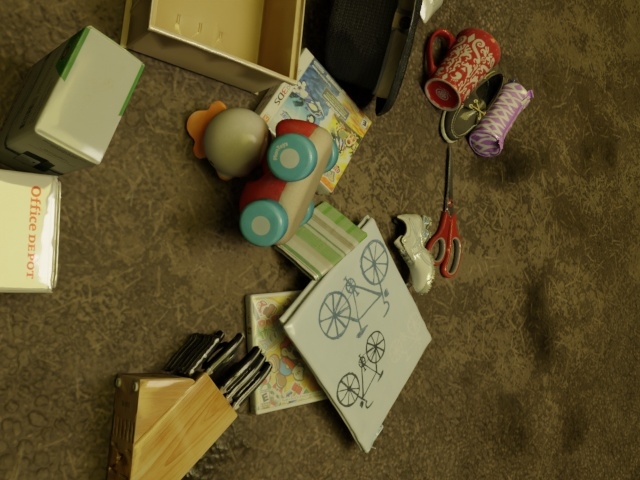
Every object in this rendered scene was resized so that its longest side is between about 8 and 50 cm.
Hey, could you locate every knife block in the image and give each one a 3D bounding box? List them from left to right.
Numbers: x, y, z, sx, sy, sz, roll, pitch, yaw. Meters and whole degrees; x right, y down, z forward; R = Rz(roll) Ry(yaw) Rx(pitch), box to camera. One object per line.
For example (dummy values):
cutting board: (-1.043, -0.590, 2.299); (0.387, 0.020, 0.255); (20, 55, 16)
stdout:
knife block: (-0.193, 0.277, 1.000); (0.242, 0.088, 0.275); (10, 81, -37)

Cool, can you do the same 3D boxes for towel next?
towel: (0.000, 0.000, 1.180); (0.113, 0.023, 0.152); (41, 54, 15)

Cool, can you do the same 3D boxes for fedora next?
fedora: (0.091, -0.409, 1.199); (0.153, 0.334, 0.333); (11, 78, -3)

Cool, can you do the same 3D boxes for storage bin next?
storage bin: (-0.164, -0.403, 1.046); (0.262, 0.123, 0.260); (11, 81, -37)

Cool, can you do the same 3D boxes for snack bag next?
snack bag: (0.088, 0.176, 1.238); (0.323, 0.037, 0.342); (-51, 123, -37)

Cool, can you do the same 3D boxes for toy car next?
toy car: (-0.118, -0.127, 1.056); (0.210, 0.238, 0.219); (-65, 173, 14)

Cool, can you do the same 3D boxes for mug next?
mug: (0.298, -0.384, 1.443); (0.169, 0.150, 0.113); (-53, 154, -23)

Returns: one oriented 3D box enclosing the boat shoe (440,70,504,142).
boat shoe: (0.352, -0.315, 1.484); (0.081, 0.069, 0.227); (49, 60, -26)

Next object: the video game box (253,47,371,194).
video game box: (-0.015, -0.221, 1.202); (0.205, 0.048, 0.187); (42, 65, -28)

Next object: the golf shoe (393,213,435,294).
golf shoe: (0.186, 0.026, 1.332); (0.086, 0.069, 0.176); (9, 64, -24)

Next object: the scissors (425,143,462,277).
scissors: (0.297, -0.065, 1.459); (0.109, 0.021, 0.297); (24, 72, -32)

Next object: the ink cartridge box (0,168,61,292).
ink cartridge box: (-0.453, -0.013, 0.811); (0.218, 0.092, 0.158); (5, 84, -36)

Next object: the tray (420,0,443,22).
tray: (0.210, -0.617, 1.371); (0.145, 0.030, 0.270); (-55, 129, -46)

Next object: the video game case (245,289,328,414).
video game case: (-0.032, 0.194, 1.174); (0.227, 0.026, 0.206); (-2, 88, -38)

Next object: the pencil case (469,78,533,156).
pencil case: (0.432, -0.289, 1.534); (0.206, 0.088, 0.086); (-55, 138, -26)

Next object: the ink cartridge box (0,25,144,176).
ink cartridge box: (-0.337, -0.170, 0.840); (0.087, 0.208, 0.153); (31, 70, -36)
